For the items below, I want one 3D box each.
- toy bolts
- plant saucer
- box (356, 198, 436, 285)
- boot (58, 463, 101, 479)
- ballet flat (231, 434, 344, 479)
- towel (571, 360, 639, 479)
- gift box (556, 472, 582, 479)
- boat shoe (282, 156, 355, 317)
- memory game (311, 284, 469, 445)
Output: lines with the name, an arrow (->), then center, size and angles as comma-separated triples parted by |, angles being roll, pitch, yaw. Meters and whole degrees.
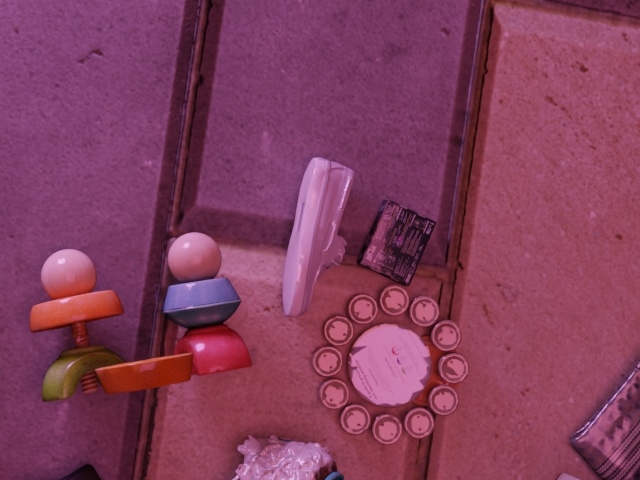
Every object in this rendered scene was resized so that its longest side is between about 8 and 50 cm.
toy bolts -> -0.179, 0.073, 1.660 | 0.228, 0.218, 0.158 | -8, 87, -32
plant saucer -> 0.127, 0.153, 1.825 | 0.083, 0.013, 0.083 | -1, 92, -15
box -> 0.089, 0.003, 1.808 | 0.067, 0.018, 0.083 | 24, 86, -14
boot -> -0.307, 0.364, 1.684 | 0.244, 0.088, 0.176 | -43, 101, -18
ballet flat -> -0.112, 0.400, 1.728 | 0.147, 0.147, 0.409 | 29, 81, -14
towel -> 0.507, 0.230, 1.914 | 0.312, 0.056, 0.324 | 44, 83, -9
gift box -> 0.320, 0.427, 1.757 | 0.276, 0.258, 0.255 | 34, 83, -14
boat shoe -> 0.000, 0.000, 1.767 | 0.063, 0.066, 0.184 | 13, 79, -14
memory game -> 0.081, 0.146, 1.801 | 0.186, 0.012, 0.186 | 0, 90, -7
